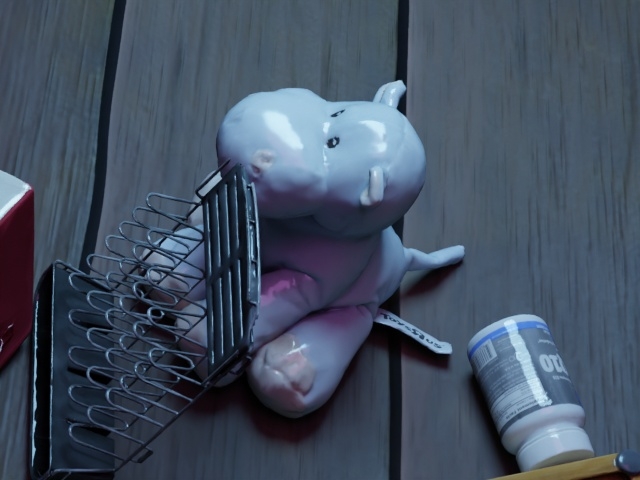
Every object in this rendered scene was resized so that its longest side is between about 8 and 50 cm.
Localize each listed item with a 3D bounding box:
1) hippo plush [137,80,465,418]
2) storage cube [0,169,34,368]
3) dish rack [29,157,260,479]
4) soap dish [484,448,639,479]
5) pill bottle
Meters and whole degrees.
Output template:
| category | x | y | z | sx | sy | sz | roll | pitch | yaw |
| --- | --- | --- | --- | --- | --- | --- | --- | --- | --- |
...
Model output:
| category | x | y | z | sx | sy | sz | roll | pitch | yaw |
| --- | --- | --- | --- | --- | --- | --- | --- | --- | --- |
| hippo plush | 0.000 | 0.000 | 1.618 | 0.294 | 0.236 | 0.234 | 14 | 52 | -4 |
| storage cube | -0.356 | 0.035 | 1.520 | 0.215 | 0.193 | 0.183 | 26 | 53 | 11 |
| dish rack | -0.140 | 0.062 | 1.530 | 0.074 | 0.271 | 0.208 | 18 | 49 | -31 |
| soap dish | 0.202 | 0.310 | 1.520 | 0.229 | 0.118 | 0.291 | -8 | 56 | -20 |
| pill bottle | 0.186 | 0.141 | 1.664 | 0.078 | 0.078 | 0.137 | -8 | 58 | -20 |
